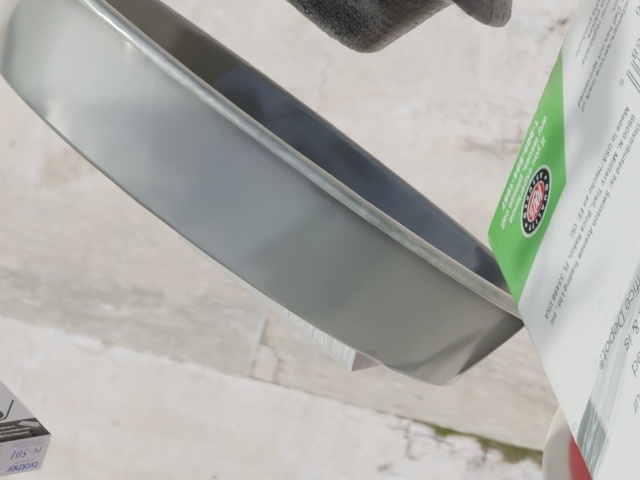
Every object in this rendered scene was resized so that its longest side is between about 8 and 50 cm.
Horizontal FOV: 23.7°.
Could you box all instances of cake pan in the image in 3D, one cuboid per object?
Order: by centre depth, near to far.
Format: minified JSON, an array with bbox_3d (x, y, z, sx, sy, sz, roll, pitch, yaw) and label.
[{"bbox_3d":[-0.027,-0.034,0.671,0.293,0.293,0.054,41,97,33],"label":"cake pan"}]

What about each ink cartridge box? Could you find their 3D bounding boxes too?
[{"bbox_3d":[0.129,0.002,0.405,0.208,0.086,0.153,-104,29,-55],"label":"ink cartridge box"},{"bbox_3d":[-0.364,0.184,1.417,0.097,0.207,0.046,38,118,37],"label":"ink cartridge box"}]

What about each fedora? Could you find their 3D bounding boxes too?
[{"bbox_3d":[0.022,-0.291,1.384,0.152,0.334,0.334,-39,60,22],"label":"fedora"}]

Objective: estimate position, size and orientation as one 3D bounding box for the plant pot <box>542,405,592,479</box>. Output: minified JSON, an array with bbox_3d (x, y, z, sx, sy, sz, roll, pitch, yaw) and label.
[{"bbox_3d":[0.292,0.186,1.013,0.275,0.243,0.275,-30,32,21],"label":"plant pot"}]

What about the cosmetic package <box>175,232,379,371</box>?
[{"bbox_3d":[0.000,0.000,1.275,0.238,0.127,0.107,34,123,40],"label":"cosmetic package"}]
